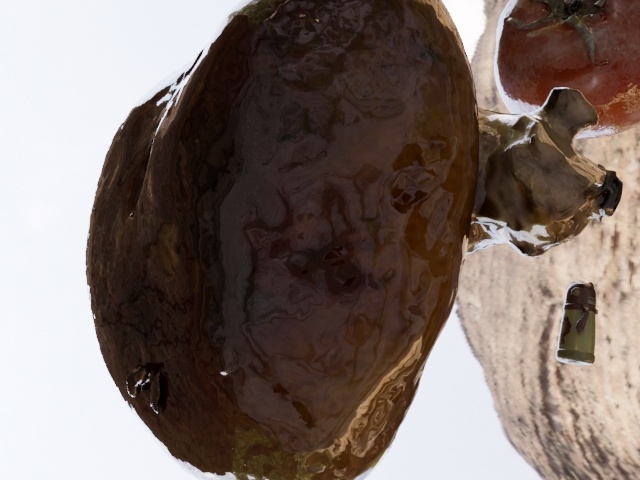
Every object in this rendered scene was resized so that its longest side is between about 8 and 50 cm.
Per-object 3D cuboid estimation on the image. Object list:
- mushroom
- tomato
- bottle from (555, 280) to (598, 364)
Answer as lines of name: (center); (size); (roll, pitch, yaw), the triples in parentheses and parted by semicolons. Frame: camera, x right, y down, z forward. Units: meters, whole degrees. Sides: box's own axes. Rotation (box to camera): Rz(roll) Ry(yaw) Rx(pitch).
mushroom: (0.000, 0.000, 0.638); (0.259, 0.345, 0.346); (9, -90, -26)
tomato: (0.317, -0.220, 1.189); (0.232, 0.232, 0.188); (-47, -48, -3)
bottle: (0.314, 0.100, 1.219); (0.047, 0.063, 0.101); (14, -103, -27)
